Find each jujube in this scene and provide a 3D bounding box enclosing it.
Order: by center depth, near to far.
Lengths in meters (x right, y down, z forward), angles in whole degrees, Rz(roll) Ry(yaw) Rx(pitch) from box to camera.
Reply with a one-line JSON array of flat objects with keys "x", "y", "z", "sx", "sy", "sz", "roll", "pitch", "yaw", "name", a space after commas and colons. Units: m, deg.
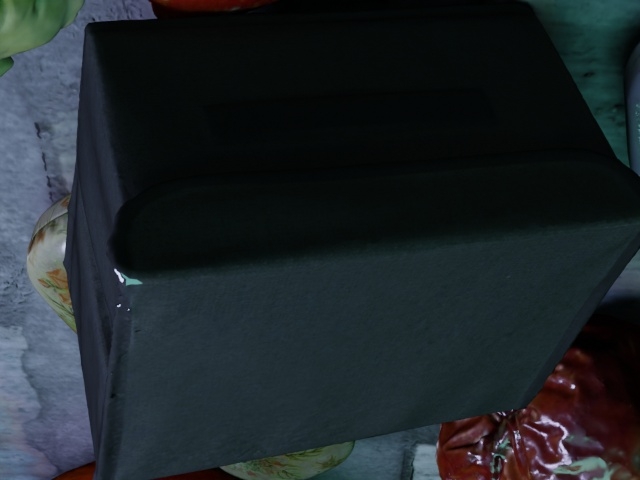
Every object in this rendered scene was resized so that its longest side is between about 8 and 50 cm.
[{"x": 0.233, "y": 0.185, "z": 1.082, "sx": 0.213, "sy": 0.213, "sz": 0.232, "roll": 23, "pitch": 143, "yaw": -22, "name": "jujube"}]

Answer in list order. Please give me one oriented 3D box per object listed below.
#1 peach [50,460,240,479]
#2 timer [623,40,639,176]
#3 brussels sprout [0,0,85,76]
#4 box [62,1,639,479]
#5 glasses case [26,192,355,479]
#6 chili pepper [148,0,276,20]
[{"x": -0.204, "y": 0.413, "z": 1.277, "sx": 0.388, "sy": 0.388, "sz": 0.388, "roll": 2, "pitch": 139, "yaw": 1, "name": "peach"}, {"x": 0.329, "y": -0.100, "z": 0.856, "sx": 0.208, "sy": 0.069, "sz": 0.191, "roll": -6, "pitch": 138, "yaw": 12, "name": "timer"}, {"x": -0.262, "y": -0.191, "z": 0.690, "sx": 0.244, "sy": 0.244, "sz": 0.244, "roll": 2, "pitch": 139, "yaw": 1, "name": "brussels sprout"}, {"x": 0.000, "y": 0.001, "z": 0.818, "sx": 0.345, "sy": 0.204, "sz": 0.251, "roll": -6, "pitch": 143, "yaw": -20, "name": "box"}, {"x": -0.106, "y": 0.101, "z": 1.091, "sx": 0.156, "sy": 0.098, "sz": 0.425, "roll": -17, "pitch": 135, "yaw": 20, "name": "glasses case"}, {"x": -0.083, "y": -0.184, "z": 0.774, "sx": 0.192, "sy": 0.084, "sz": 0.086, "roll": -14, "pitch": 120, "yaw": 12, "name": "chili pepper"}]
